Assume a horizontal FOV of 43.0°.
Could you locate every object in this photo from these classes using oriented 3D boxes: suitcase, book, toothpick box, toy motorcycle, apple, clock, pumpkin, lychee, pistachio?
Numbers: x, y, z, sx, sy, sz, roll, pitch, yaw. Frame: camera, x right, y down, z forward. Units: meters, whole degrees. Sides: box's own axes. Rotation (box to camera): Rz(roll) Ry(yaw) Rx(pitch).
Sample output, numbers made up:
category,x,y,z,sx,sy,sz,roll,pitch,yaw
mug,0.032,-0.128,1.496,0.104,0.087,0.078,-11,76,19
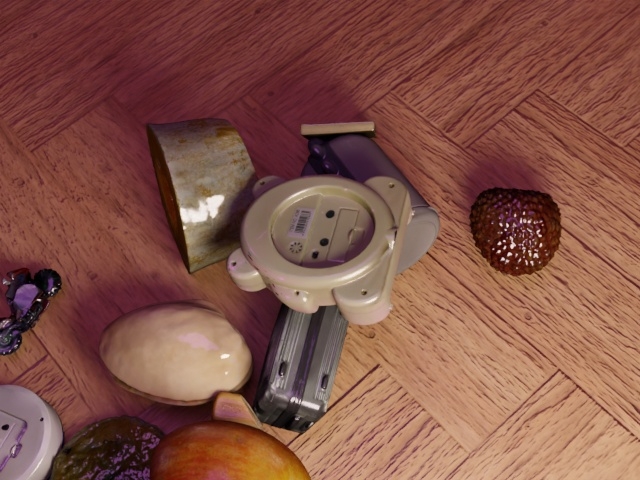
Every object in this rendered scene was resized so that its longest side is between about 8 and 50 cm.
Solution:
category,x,y,z,sx,sy,sz,roll,pitch,yaw
suitcase,-0.033,0.206,1.567,0.128,0.202,0.312,18,64,-6
book,0.042,-0.244,1.813,0.161,0.231,0.026,-3,94,4
toothpick box,0.080,-0.092,1.710,0.229,0.229,0.316,-30,61,-10
toy motorcycle,-0.658,0.141,1.750,0.122,0.082,0.213,20,64,16
apple,-0.143,0.452,1.396,0.301,0.301,0.301,-3,60,5
clock,0.000,0.000,1.497,0.309,0.114,0.284,7,62,17
clock,-0.630,0.404,1.601,0.230,0.083,0.230,-2,62,4
pumpkin,-0.234,-0.104,1.720,0.199,0.332,0.332,-16,59,-18
lychee,0.400,-0.017,1.667,0.188,0.188,0.188,-3,60,5
pistachio,-0.283,0.223,1.596,0.318,0.193,0.214,-2,51,15

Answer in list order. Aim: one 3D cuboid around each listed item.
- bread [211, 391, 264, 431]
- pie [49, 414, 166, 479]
category,x,y,z,sx,sy,sz,roll,pitch,yaw
bread,-0.149,0.317,1.502,0.103,0.049,0.062,10,76,-3
pie,-0.392,0.460,1.540,0.277,0.078,0.277,-2,60,3
